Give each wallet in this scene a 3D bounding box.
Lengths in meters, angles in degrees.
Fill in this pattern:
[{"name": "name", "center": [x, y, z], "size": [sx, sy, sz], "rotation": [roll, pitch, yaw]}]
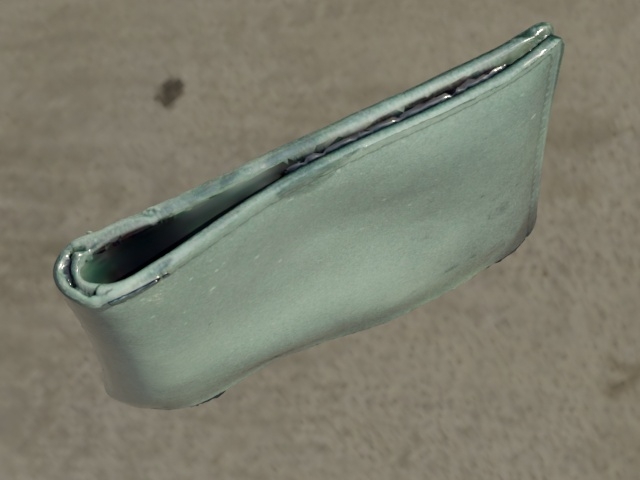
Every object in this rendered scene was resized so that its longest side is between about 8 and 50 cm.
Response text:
[{"name": "wallet", "center": [0.000, 0.001, 0.980], "size": [0.290, 0.251, 0.054], "rotation": [-24, 72, -7]}]
